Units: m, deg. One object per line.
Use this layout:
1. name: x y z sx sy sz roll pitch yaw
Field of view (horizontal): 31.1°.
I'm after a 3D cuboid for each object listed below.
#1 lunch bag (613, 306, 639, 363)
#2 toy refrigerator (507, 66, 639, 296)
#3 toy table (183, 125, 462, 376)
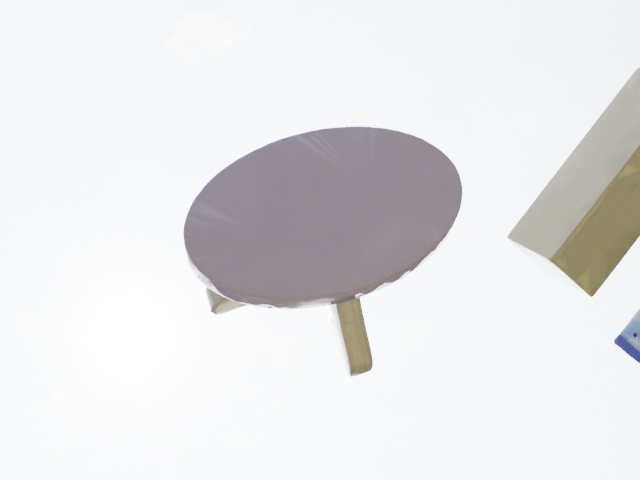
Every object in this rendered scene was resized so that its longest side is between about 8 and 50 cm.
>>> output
1. lunch bag: 0.706 0.160 1.749 0.239 0.385 0.327 28 -80 -32
2. toy refrigerator: 0.359 -0.071 1.391 0.094 0.102 0.269 38 -92 -28
3. toy table: 0.000 0.000 1.170 0.274 0.252 0.161 -6 -24 -6
